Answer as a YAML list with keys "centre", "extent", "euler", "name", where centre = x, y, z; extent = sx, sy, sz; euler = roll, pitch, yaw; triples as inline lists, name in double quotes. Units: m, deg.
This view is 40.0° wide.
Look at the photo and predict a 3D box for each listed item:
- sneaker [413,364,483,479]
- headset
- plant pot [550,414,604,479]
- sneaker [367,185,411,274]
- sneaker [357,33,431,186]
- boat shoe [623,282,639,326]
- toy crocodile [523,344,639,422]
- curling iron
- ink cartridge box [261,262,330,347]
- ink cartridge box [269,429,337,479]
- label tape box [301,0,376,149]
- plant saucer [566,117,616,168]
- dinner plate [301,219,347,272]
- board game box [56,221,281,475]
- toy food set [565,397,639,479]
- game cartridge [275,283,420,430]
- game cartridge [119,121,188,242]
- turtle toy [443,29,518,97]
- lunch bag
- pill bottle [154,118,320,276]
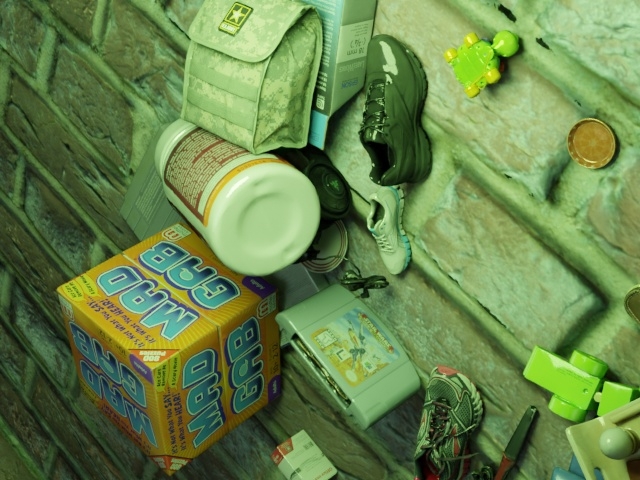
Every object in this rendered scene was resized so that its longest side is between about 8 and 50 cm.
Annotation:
- centre: [0.252, 0.393, 1.789]
  extent: [0.121, 0.112, 0.299]
  euler: [18, 119, 38]
  name: "sneaker"
- centre: [-0.012, -0.041, 1.847]
  extent: [0.243, 0.185, 0.394]
  euler: [-56, 50, 27]
  name: "headset"
- centre: [0.512, 0.475, 1.501]
  extent: [0.236, 0.212, 0.236]
  euler: [23, 122, 37]
  name: "plant pot"
- centre: [0.126, -0.016, 1.753]
  extent: [0.071, 0.083, 0.191]
  euler: [4, 112, 41]
  name: "sneaker"
- centre: [0.126, -0.234, 1.622]
  extent: [0.109, 0.130, 0.286]
  euler: [0, 106, 46]
  name: "sneaker"
- centre: [0.584, 0.159, 1.375]
  extent: [0.257, 0.095, 0.095]
  euler: [36, 129, 28]
  name: "boat shoe"
- centre: [0.506, 0.274, 1.505]
  extent: [0.340, 0.105, 0.115]
  euler: [21, 94, 38]
  name: "toy crocodile"
- centre: [0.364, 0.425, 1.748]
  extent: [0.068, 0.035, 0.274]
  euler: [40, 131, 24]
  name: "curling iron"
- centre: [-0.072, 0.116, 2.027]
  extent: [0.223, 0.045, 0.224]
  euler: [-30, 87, 47]
  name: "ink cartridge box"
- centre: [-0.041, 0.547, 2.147]
  extent: [0.135, 0.099, 0.056]
  euler: [48, 134, 18]
  name: "ink cartridge box"
- centre: [-0.028, -0.382, 1.722]
  extent: [0.240, 0.106, 0.334]
  euler: [30, 127, 32]
  name: "label tape box"
- centre: [0.442, -0.159, 1.432]
  extent: [0.083, 0.013, 0.083]
  euler: [21, 122, 37]
  name: "plant saucer"
- centre: [0.000, 0.000, 1.904]
  extent: [0.141, 0.017, 0.141]
  euler: [0, 90, 30]
  name: "dinner plate"
- centre: [-0.342, 0.242, 2.070]
  extent: [0.356, 0.356, 0.357]
  euler: [31, 138, 33]
  name: "board game box"
- centre: [0.535, 0.317, 1.290]
  extent: [0.306, 0.092, 0.220]
  euler: [-37, 60, 33]
  name: "toy food set"
- centre: [0.066, 0.230, 1.832]
  extent: [0.297, 0.198, 0.062]
  euler: [49, 143, 16]
  name: "game cartridge"
- centre: [-0.384, -0.106, 2.224]
  extent: [0.230, 0.068, 0.355]
  euler: [55, 136, 17]
  name: "game cartridge"
- centre: [0.278, -0.307, 1.488]
  extent: [0.130, 0.066, 0.095]
  euler: [-33, 86, 46]
  name: "turtle toy"
- centre: [-0.130, -0.335, 1.649]
  extent: [0.235, 0.169, 0.287]
  euler: [29, 119, 37]
  name: "lunch bag"
- centre: [-0.181, -0.107, 1.751]
  extent: [0.392, 0.224, 0.224]
  euler: [42, 135, 52]
  name: "pill bottle"
